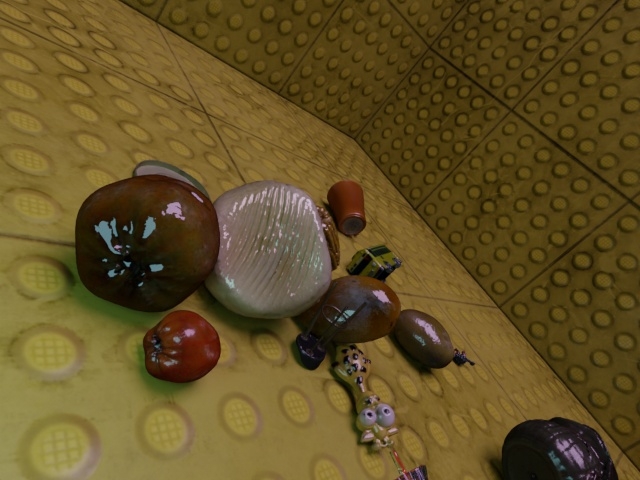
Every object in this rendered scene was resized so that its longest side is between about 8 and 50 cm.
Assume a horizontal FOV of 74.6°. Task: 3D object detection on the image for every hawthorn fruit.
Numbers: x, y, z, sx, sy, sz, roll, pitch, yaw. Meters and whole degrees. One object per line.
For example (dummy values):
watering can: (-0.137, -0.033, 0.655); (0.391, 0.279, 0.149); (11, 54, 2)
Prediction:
hawthorn fruit: (-0.338, -0.012, 0.857); (0.267, 0.268, 0.301); (35, 14, -16)
hawthorn fruit: (-0.250, 0.200, 0.782); (0.137, 0.133, 0.133); (26, 26, -53)

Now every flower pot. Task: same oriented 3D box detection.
flower pot: (0.698, 0.683, 1.230); (0.212, 0.302, 0.302); (-2, 43, -27)

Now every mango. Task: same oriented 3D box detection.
mango: (0.068, 0.191, 1.187); (0.315, 0.146, 0.193); (2, 65, 4)

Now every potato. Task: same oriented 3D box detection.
potato: (0.360, 0.340, 1.489); (0.251, 0.159, 0.174); (36, -2, 8)

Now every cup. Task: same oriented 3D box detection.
cup: (0.140, -0.140, 2.022); (0.264, 0.182, 0.226); (-98, 167, -48)

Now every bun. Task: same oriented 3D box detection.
bun: (-0.139, 0.033, 1.088); (0.352, 0.349, 0.227); (25, -18, -10)

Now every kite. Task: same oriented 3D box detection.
kite: (0.211, 0.584, 0.986); (0.241, 0.014, 0.184); (16, 33, -44)

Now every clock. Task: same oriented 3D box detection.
clock: (-0.438, -0.156, 1.250); (0.234, 0.029, 0.235); (34, 23, -17)

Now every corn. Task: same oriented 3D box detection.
corn: (0.000, 0.000, 1.413); (0.130, 0.130, 0.347); (55, -8, 30)

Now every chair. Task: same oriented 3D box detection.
chair: (0.012, 0.218, 1.070); (0.095, 0.222, 0.104); (43, 21, 30)

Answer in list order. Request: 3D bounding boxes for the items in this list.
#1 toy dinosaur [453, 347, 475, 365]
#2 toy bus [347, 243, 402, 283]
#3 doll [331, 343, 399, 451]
toy dinosaur: (0.574, 0.480, 1.715); (0.154, 0.049, 0.055); (26, 24, -22)
toy bus: (0.222, 0.101, 1.732); (0.150, 0.128, 0.262); (48, 22, 15)
doll: (0.107, 0.389, 1.079); (0.117, 0.086, 0.291); (-4, 42, -18)
